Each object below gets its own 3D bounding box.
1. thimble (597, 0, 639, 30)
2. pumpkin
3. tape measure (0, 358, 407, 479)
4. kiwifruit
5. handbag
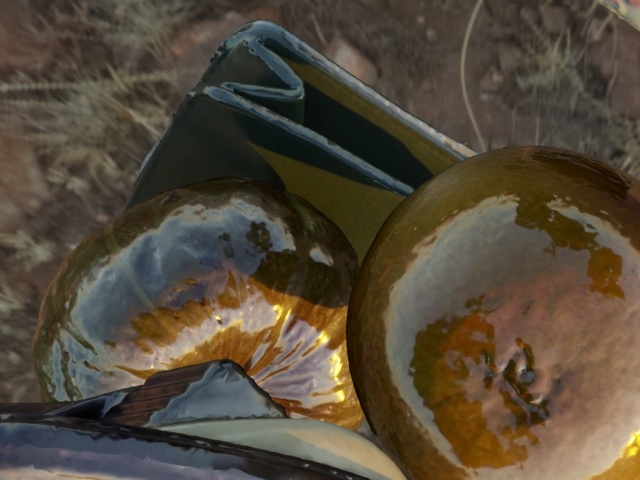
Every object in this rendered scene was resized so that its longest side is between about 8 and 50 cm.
[{"bbox_3d":[0.251,-0.228,1.037,0.149,0.211,0.185,36,113,9],"label":"thimble"},{"bbox_3d":[-0.067,0.068,0.938,0.219,0.219,0.162,-22,36,2],"label":"pumpkin"},{"bbox_3d":[-0.044,0.150,0.590,0.231,0.133,0.271,-23,92,-33],"label":"tape measure"},{"bbox_3d":[0.112,0.045,0.806,0.196,0.234,0.195,4,104,15],"label":"kiwifruit"},{"bbox_3d":[-0.001,0.001,1.044,0.260,0.247,0.079,32,51,-6],"label":"handbag"}]
